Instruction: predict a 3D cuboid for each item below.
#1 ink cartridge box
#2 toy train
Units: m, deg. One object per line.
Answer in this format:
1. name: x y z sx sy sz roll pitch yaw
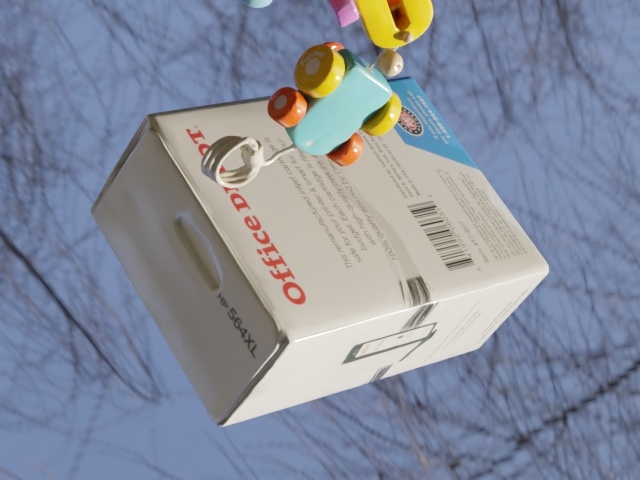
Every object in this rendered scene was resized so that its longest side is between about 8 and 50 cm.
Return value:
1. ink cartridge box: 0.000 0.000 1.032 0.203 0.086 0.148 -12 -119 -42
2. toy train: -0.010 -0.104 0.905 0.125 0.166 0.046 -7 -135 -21
